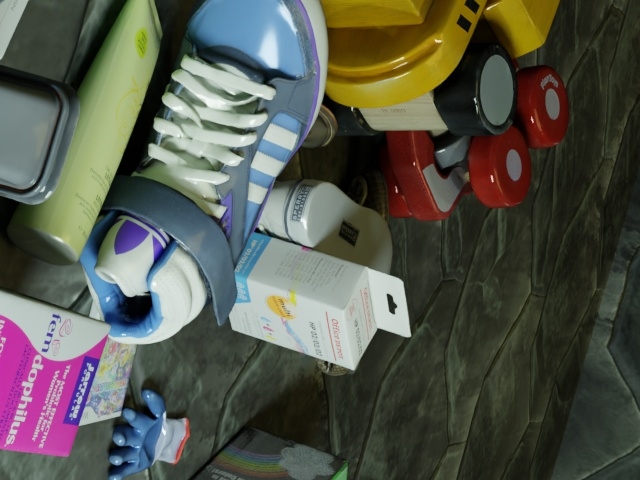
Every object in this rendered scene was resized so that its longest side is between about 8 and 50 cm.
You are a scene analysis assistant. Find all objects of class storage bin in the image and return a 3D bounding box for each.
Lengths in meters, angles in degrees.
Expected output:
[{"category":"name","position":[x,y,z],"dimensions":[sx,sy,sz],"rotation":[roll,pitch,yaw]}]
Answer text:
[{"category":"storage bin","position":[-0.245,-0.077,1.137],"dimensions":[0.091,0.135,0.098],"rotation":[18,89,-57]}]

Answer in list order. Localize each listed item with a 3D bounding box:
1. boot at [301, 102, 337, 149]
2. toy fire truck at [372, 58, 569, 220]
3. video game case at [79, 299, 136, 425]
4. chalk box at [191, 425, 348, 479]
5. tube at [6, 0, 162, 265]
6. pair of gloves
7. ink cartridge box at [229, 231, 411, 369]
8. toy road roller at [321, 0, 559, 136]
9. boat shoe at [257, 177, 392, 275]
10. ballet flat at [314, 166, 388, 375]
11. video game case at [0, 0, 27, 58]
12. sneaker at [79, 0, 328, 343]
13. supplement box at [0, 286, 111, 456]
[{"category":"boot","position":[-0.049,-0.118,1.694],"dimensions":[0.106,0.082,0.219],"rotation":[-43,162,-8]},{"category":"toy fire truck","position":[0.149,-0.178,2.026],"dimensions":[0.302,0.169,0.254],"rotation":[-53,127,-43]},{"category":"video game case","position":[-0.191,0.104,1.552],"dimensions":[0.087,0.011,0.122],"rotation":[-4,109,-68]},{"category":"chalk box","position":[-0.076,0.316,1.828],"dimensions":[0.213,0.132,0.132],"rotation":[-40,141,-53]},{"category":"tube","position":[-0.176,-0.096,1.382],"dimensions":[0.062,0.070,0.240],"rotation":[34,61,-26]},{"category":"pair of gloves","position":[-0.181,0.242,1.664],"dimensions":[0.159,0.023,0.198],"rotation":[31,76,-68]},{"category":"ink cartridge box","position":[-0.006,0.065,1.745],"dimensions":[0.061,0.181,0.104],"rotation":[-59,154,-32]},{"category":"toy road roller","position":[0.101,-0.269,1.745],"dimensions":[0.240,0.202,0.329],"rotation":[55,49,-43]},{"category":"boat shoe","position":[0.000,0.000,1.838],"dimensions":[0.267,0.088,0.096],"rotation":[32,71,-63]},{"category":"ballet flat","position":[0.030,0.036,1.989],"dimensions":[0.084,0.058,0.250],"rotation":[-132,-129,-69]},{"category":"video game case","position":[-0.232,-0.222,1.198],"dimensions":[0.143,0.019,0.157],"rotation":[-68,158,-14]},{"category":"sneaker","position":[-0.104,-0.058,1.431],"dimensions":[0.236,0.130,0.323],"rotation":[-56,169,-52]},{"category":"supplement box","position":[-0.257,0.082,1.237],"dimensions":[0.220,0.114,0.111],"rotation":[28,78,-70]}]
